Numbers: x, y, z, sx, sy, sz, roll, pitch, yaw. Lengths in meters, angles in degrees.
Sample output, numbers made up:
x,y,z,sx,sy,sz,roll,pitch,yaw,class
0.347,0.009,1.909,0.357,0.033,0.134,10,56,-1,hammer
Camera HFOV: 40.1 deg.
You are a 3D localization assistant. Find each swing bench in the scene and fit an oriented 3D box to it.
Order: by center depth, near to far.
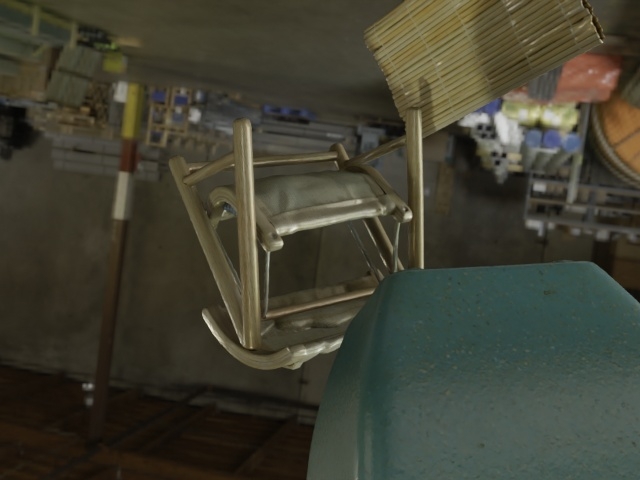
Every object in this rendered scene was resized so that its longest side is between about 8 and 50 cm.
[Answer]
x,y,z,sx,sy,sz,roll,pitch,yaw,class
0.000,0.000,0.976,0.253,0.254,0.165,-9,174,-38,swing bench

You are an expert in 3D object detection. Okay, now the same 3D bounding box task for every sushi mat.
x,y,z,sx,sy,sz,roll,pitch,yaw,class
0.158,-0.220,0.946,0.019,0.151,0.317,-28,-178,-31,sushi mat

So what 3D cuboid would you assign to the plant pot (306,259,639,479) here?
x,y,z,sx,sy,sz,roll,pitch,yaw,class
0.114,0.153,0.585,0.248,0.252,0.247,-2,160,-10,plant pot
